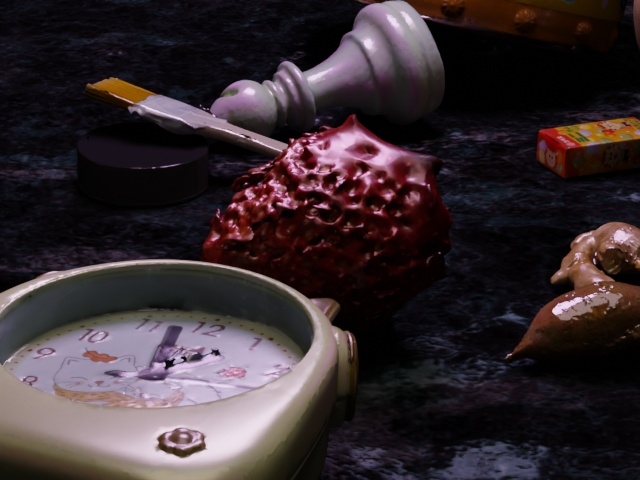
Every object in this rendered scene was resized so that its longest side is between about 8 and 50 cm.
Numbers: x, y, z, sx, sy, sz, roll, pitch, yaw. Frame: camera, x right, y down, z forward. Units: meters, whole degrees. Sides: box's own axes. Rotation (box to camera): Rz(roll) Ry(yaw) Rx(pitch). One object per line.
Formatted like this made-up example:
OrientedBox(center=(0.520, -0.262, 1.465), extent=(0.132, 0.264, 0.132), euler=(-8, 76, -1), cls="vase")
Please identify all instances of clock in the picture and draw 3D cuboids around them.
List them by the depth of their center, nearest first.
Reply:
OrientedBox(center=(-0.118, 0.114, 1.203), extent=(0.286, 0.117, 0.348), euler=(11, 24, 22), cls="clock")

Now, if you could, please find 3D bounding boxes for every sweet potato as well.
OrientedBox(center=(0.259, 0.062, 1.409), extent=(0.226, 0.068, 0.068), euler=(-5, 24, -16), cls="sweet potato")

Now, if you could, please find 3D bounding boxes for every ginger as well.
OrientedBox(center=(0.307, 0.022, 1.518), extent=(0.193, 0.053, 0.176), euler=(-11, 32, -23), cls="ginger")

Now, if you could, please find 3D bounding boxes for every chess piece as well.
OrientedBox(center=(-0.012, -0.163, 1.861), extent=(0.271, 0.139, 0.139), euler=(-19, 29, -19), cls="chess piece")

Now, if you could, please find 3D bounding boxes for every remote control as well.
OrientedBox(center=(0.145, -0.268, 2.184), extent=(0.222, 0.042, 0.072), euler=(19, 27, 36), cls="remote control")

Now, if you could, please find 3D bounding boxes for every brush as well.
OrientedBox(center=(-0.075, -0.101, 1.734), extent=(0.336, 0.020, 0.085), euler=(20, 17, 11), cls="brush")

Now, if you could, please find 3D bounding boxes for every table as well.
OrientedBox(center=(-0.179, -0.078, 1.729), extent=(0.133, 0.043, 0.133), euler=(2, 24, -1), cls="table")

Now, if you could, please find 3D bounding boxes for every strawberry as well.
OrientedBox(center=(0.000, 0.000, 1.407), extent=(0.201, 0.184, 0.187), euler=(-18, 43, -25), cls="strawberry")

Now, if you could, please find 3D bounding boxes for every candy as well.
OrientedBox(center=(0.296, -0.098, 1.810), extent=(0.122, 0.038, 0.062), euler=(-9, 26, -22), cls="candy")

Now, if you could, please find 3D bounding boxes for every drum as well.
OrientedBox(center=(0.184, -0.376, 2.096), extent=(0.431, 0.214, 0.431), euler=(13, 12, -3), cls="drum")

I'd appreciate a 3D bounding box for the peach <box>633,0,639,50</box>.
OrientedBox(center=(0.439, -0.218, 1.732), extent=(0.247, 0.292, 0.292), euler=(13, 25, 6), cls="peach")
